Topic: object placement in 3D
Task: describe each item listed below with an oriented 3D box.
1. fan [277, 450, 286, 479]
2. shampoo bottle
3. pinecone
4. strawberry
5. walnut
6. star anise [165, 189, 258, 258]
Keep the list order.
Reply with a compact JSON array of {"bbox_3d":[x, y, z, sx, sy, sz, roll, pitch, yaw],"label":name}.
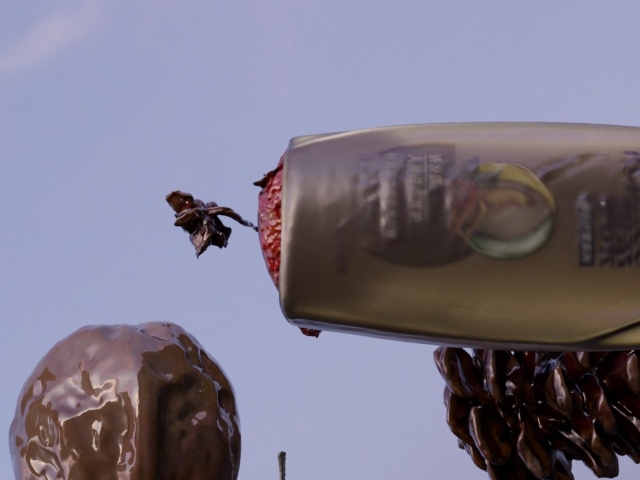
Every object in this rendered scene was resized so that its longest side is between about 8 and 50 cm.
[{"bbox_3d":[-0.038,0.309,1.034,0.113,0.175,0.005,3,-7,-42],"label":"fan"},{"bbox_3d":[0.155,-0.001,0.544,0.350,0.125,0.084,2,-11,3],"label":"shampoo bottle"},{"bbox_3d":[0.259,0.161,1.078,0.309,0.244,0.244,-28,-25,31],"label":"pinecone"},{"bbox_3d":[-0.009,0.002,1.277,0.098,0.228,0.174,-10,-21,34],"label":"strawberry"},{"bbox_3d":[-0.218,0.224,1.133,0.273,0.273,0.227,4,-26,-46],"label":"walnut"},{"bbox_3d":[-0.151,-0.025,1.444,0.070,0.097,0.191,-46,-23,13],"label":"star anise"}]
